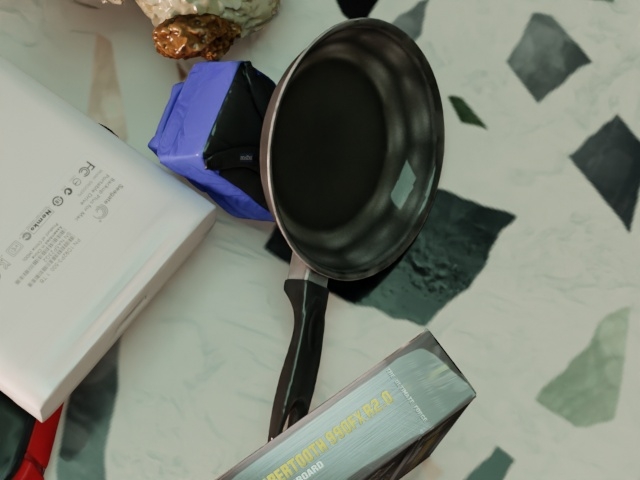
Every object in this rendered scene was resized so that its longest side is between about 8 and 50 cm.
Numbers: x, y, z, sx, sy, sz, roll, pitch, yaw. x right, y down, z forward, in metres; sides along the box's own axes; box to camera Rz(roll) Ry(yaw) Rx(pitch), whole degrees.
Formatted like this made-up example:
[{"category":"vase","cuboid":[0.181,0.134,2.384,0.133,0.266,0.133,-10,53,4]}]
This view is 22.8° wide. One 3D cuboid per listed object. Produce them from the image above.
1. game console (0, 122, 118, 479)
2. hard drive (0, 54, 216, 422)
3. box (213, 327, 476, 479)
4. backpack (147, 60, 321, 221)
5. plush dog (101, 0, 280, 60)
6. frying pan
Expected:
[{"category":"game console","cuboid":[-0.370,0.033,1.202,0.386,0.060,0.342,11,64,1]},{"category":"hard drive","cuboid":[-0.260,-0.033,1.185,0.307,0.040,0.203,34,68,13]},{"category":"box","cuboid":[0.003,0.157,1.068,0.183,0.231,0.056,-35,78,-12]},{"category":"backpack","cuboid":[-0.061,-0.073,1.216,0.101,0.120,0.098,8,69,48]},{"category":"plush dog","cuboid":[-0.129,-0.242,1.253,0.225,0.210,0.262,34,57,-9]},{"category":"frying pan","cuboid":[0.020,-0.005,1.205,0.053,0.197,0.326,11,103,42]}]
